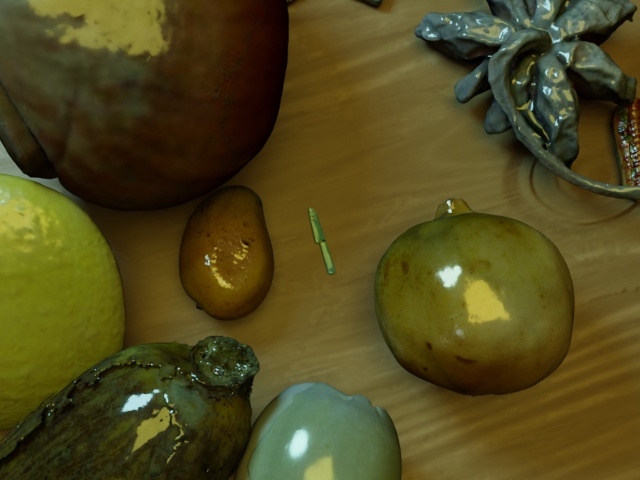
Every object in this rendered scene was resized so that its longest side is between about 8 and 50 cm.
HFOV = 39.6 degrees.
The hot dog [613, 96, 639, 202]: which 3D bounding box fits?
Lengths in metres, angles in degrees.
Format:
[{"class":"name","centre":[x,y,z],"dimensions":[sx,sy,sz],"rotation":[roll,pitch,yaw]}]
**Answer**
[{"class":"hot dog","centre":[0.415,-0.119,1.163],"dimensions":[0.062,0.038,0.144],"rotation":[0,79,-5]}]

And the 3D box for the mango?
[{"class":"mango","centre":[-0.115,0.014,1.066],"dimensions":[0.115,0.089,0.165],"rotation":[-11,77,-8]}]

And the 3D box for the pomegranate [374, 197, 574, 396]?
[{"class":"pomegranate","centre":[0.171,0.072,1.016],"dimensions":[0.233,0.233,0.233],"rotation":[1,79,-5]}]

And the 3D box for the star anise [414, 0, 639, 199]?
[{"class":"star anise","centre":[0.294,-0.230,1.121],"dimensions":[0.360,0.139,0.315],"rotation":[13,84,4]}]

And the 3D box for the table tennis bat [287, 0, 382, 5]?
[{"class":"table tennis bat","centre":[-0.044,-0.371,1.185],"dimensions":[0.274,0.021,0.154],"rotation":[20,78,1]}]

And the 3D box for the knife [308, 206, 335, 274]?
[{"class":"knife","centre":[0.000,0.000,1.120],"dimensions":[0.014,0.005,0.091],"rotation":[-15,80,-9]}]

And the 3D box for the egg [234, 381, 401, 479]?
[{"class":"egg","centre":[-0.008,0.275,0.971],"dimensions":[0.183,0.183,0.217],"rotation":[22,66,0]}]

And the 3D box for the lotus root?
[{"class":"lotus root","centre":[-0.226,0.247,0.947],"dimensions":[0.397,0.179,0.196],"rotation":[-43,74,4]}]

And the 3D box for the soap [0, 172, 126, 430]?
[{"class":"soap","centre":[-0.431,0.078,0.974],"dimensions":[0.427,0.115,0.306],"rotation":[-6,104,-2]}]

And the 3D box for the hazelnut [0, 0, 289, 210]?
[{"class":"hazelnut","centre":[-0.225,-0.234,0.979],"dimensions":[0.359,0.359,0.409],"rotation":[-6,85,-6]}]
